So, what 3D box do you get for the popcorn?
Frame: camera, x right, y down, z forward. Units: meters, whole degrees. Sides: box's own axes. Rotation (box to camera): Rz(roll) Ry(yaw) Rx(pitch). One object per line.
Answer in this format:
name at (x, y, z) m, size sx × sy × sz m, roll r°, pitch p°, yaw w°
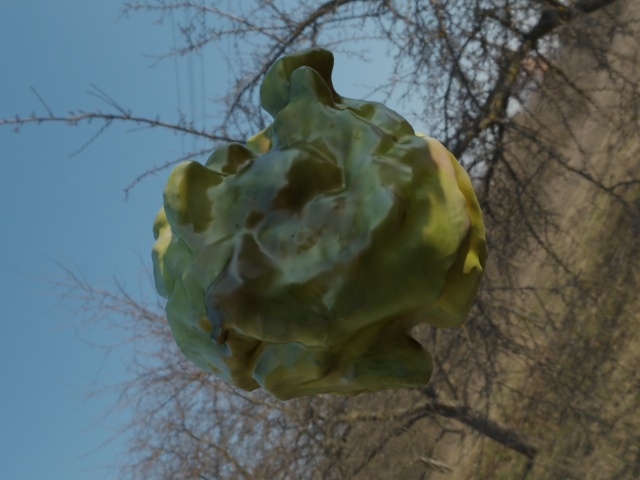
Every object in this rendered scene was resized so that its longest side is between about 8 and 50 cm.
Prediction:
popcorn at (0.000, 0.000, 0.403) m, size 0.185 × 0.187 × 0.167 m, roll -57°, pitch 17°, yaw 9°
